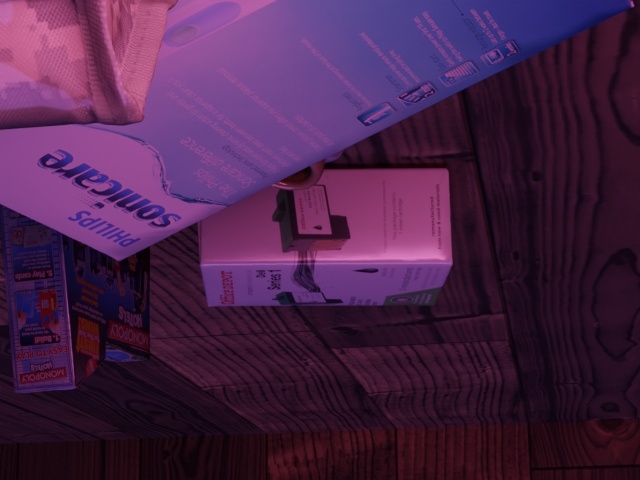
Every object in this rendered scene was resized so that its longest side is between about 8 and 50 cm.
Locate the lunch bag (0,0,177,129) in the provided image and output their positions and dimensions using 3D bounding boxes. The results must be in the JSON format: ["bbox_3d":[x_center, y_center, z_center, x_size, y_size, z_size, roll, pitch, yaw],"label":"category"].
[{"bbox_3d":[-0.170,-0.177,0.403,0.235,0.169,0.287,-3,120,4],"label":"lunch bag"}]

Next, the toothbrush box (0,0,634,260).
[{"bbox_3d":[-0.037,-0.126,0.642,0.295,0.126,0.216,-27,157,15],"label":"toothbrush box"}]

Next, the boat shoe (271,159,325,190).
[{"bbox_3d":[-0.102,-0.113,0.860,0.122,0.110,0.341,-13,160,38],"label":"boat shoe"}]

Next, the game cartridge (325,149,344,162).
[{"bbox_3d":[-0.147,-0.088,1.060,0.196,0.060,0.294,-9,162,41],"label":"game cartridge"}]

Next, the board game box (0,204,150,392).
[{"bbox_3d":[-0.213,0.043,1.257,0.060,0.194,0.194,-6,163,17],"label":"board game box"}]

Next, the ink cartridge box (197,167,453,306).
[{"bbox_3d":[0.000,0.000,1.301,0.219,0.092,0.160,-1,164,-1],"label":"ink cartridge box"}]
